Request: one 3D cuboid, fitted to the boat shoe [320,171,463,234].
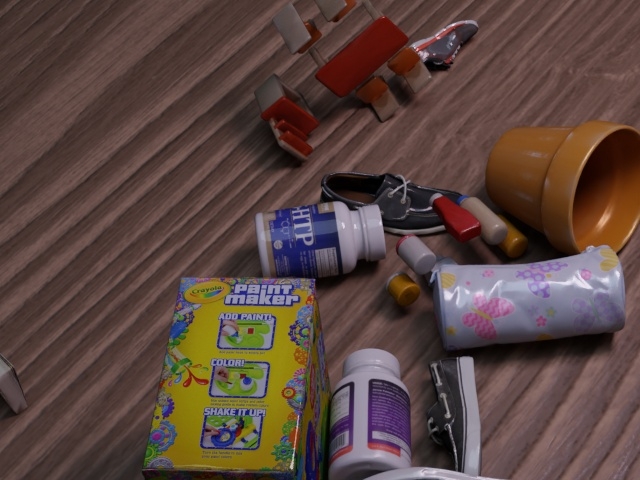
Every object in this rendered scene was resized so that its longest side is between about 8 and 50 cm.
[{"bbox_3d":[0.114,-0.063,1.967,0.233,0.079,0.084,6,48,10],"label":"boat shoe"}]

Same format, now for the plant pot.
[{"bbox_3d":[0.359,-0.089,1.896,0.188,0.205,0.205,20,52,43],"label":"plant pot"}]

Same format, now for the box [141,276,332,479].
[{"bbox_3d":[-0.091,0.241,1.578,0.177,0.290,0.279,0,50,7],"label":"box"}]

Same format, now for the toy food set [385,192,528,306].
[{"bbox_3d":[0.185,0.000,1.880,0.232,0.111,0.104,-25,45,-16],"label":"toy food set"}]

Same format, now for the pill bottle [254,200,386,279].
[{"bbox_3d":[0.000,0.000,1.901,0.187,0.112,0.112,-9,48,-1],"label":"pill bottle"}]

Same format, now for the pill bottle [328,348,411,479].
[{"bbox_3d":[0.066,0.242,1.678,0.108,0.108,0.193,-2,45,5],"label":"pill bottle"}]

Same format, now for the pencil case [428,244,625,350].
[{"bbox_3d":[0.293,0.082,1.783,0.273,0.113,0.124,-8,92,3],"label":"pencil case"}]

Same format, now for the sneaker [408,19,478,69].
[{"bbox_3d":[0.217,-0.331,2.217,0.158,0.061,0.065,-28,78,-16],"label":"sneaker"}]

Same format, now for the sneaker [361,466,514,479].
[{"bbox_3d":[0.165,0.370,1.555,0.296,0.104,0.147,4,44,5],"label":"sneaker"}]

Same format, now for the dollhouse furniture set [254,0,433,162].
[{"bbox_3d":[0.027,-0.263,2.058,0.259,0.262,0.135,-40,50,17],"label":"dollhouse furniture set"}]

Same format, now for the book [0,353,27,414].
[{"bbox_3d":[-0.479,0.178,1.812,0.035,0.096,0.144,-38,56,-23],"label":"book"}]

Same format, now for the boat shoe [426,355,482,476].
[{"bbox_3d":[0.177,0.247,1.689,0.070,0.077,0.219,-3,40,3],"label":"boat shoe"}]
